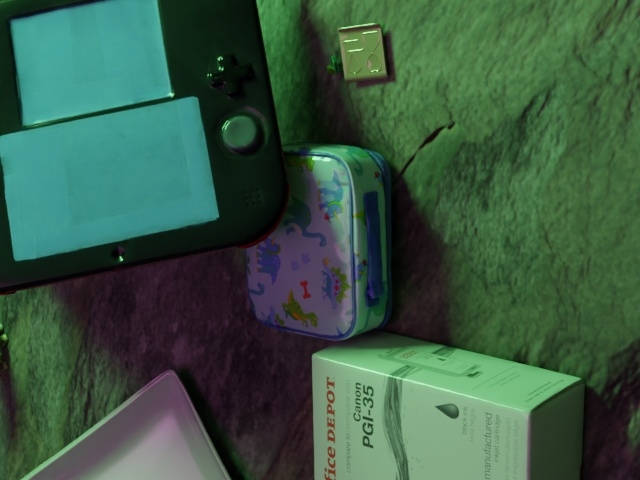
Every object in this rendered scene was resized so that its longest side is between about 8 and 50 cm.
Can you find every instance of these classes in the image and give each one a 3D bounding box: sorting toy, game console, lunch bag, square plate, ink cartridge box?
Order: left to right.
[{"bbox_3d":[-0.241,-0.130,1.387,0.387,0.060,0.341,-11,83,3],"label":"game console"},{"bbox_3d":[-0.230,0.405,1.702,0.344,0.049,0.347,-37,74,21],"label":"square plate"},{"bbox_3d":[0.000,0.000,1.423,0.176,0.090,0.219,5,103,41],"label":"lunch bag"},{"bbox_3d":[0.038,-0.207,1.389,0.083,0.012,0.062,-1,106,38],"label":"sorting toy"},{"bbox_3d":[0.131,0.230,1.353,0.283,0.117,0.207,10,108,39],"label":"ink cartridge box"}]

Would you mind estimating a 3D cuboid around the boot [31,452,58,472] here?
[{"bbox_3d":[-0.411,0.390,1.912,0.085,0.059,0.158,42,130,16],"label":"boot"}]

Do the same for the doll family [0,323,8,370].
[{"bbox_3d":[-0.551,0.133,1.922,0.076,0.111,0.193,-38,75,40],"label":"doll family"}]
